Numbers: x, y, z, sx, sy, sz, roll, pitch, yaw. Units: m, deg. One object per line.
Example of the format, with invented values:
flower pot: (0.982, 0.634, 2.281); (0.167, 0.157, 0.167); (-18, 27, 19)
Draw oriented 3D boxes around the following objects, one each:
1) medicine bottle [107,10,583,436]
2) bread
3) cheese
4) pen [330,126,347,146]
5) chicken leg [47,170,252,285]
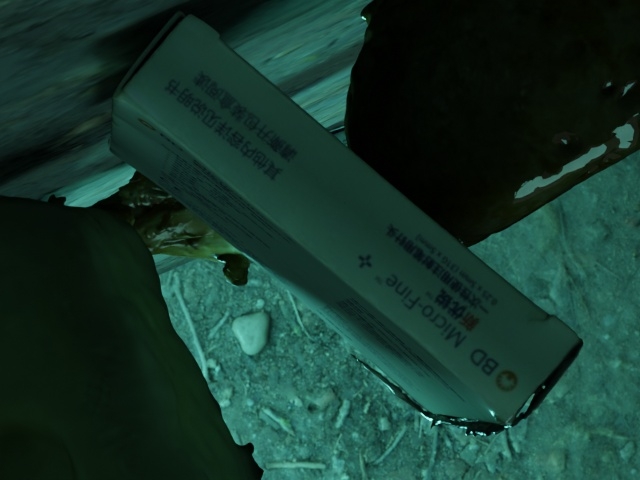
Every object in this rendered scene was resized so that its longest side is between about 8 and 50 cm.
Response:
medicine bottle: (0.000, 0.000, 0.758); (0.052, 0.201, 0.171); (-50, -179, -8)
bread: (0.109, -0.090, 0.817); (0.230, 0.123, 0.230); (-33, 177, -2)
cheese: (-0.175, 0.134, 0.904); (0.326, 0.318, 0.115); (-64, 168, 1)
pen: (0.039, -0.097, 1.654); (0.025, 0.025, 0.204); (-25, 180, 37)
chicken leg: (-0.096, -0.013, 1.150); (0.207, 0.101, 0.085); (-15, 131, -34)
